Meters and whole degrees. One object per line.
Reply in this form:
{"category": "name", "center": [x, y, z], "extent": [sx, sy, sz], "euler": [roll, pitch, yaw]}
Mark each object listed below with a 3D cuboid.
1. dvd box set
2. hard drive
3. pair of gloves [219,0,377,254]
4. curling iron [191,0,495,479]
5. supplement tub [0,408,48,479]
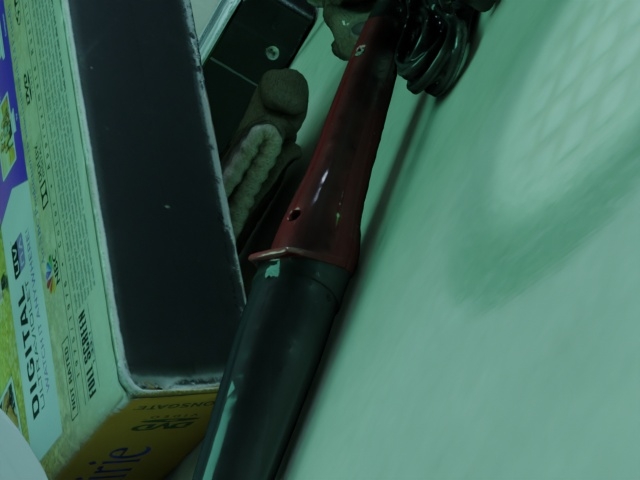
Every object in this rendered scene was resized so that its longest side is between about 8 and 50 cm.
{"category": "dvd box set", "center": [-0.163, 0.020, 0.741], "extent": [0.420, 0.062, 0.307], "euler": [-49, 47, 50]}
{"category": "hard drive", "center": [-0.109, -0.088, 1.188], "extent": [0.339, 0.064, 0.237], "euler": [-58, 10, 22]}
{"category": "pair of gloves", "center": [-0.004, -0.084, 0.705], "extent": [0.240, 0.042, 0.204], "euler": [-61, 8, -4]}
{"category": "curling iron", "center": [0.000, 0.000, 0.463], "extent": [0.068, 0.035, 0.274], "euler": [-44, 19, 60]}
{"category": "supplement tub", "center": [-0.239, 0.184, 0.592], "extent": [0.316, 0.228, 0.228], "euler": [-49, 15, 51]}
